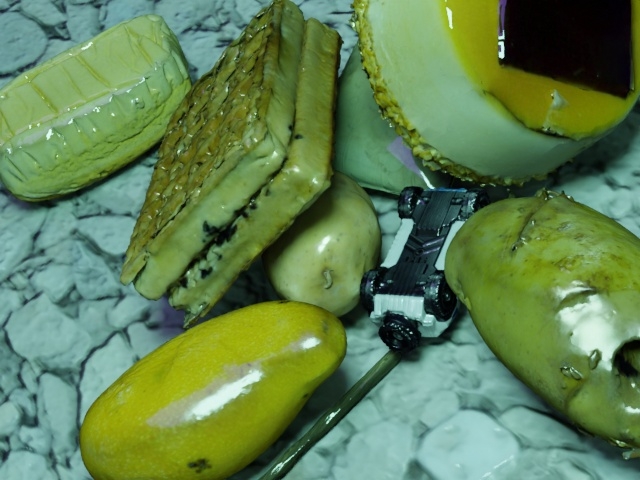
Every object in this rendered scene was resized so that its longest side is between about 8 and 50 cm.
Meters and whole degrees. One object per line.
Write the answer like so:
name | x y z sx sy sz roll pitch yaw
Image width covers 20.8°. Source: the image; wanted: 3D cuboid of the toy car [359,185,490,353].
toy car | 0.096 0.025 1.555 0.080 0.070 0.170 3 50 29

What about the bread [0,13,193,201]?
bread | -0.243 -0.134 1.850 0.236 0.106 0.140 -29 42 -1

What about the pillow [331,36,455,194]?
pillow | 0.101 -0.169 1.730 0.185 0.075 0.302 12 59 31

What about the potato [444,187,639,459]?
potato | 0.215 0.059 1.410 0.173 0.140 0.300 -3 33 -31

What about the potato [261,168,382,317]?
potato | 0.000 0.000 1.603 0.109 0.118 0.178 6 29 -13

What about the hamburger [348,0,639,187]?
hamburger | 0.161 -0.194 1.582 0.179 0.276 0.294 -15 73 56

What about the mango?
mango | -0.090 0.139 1.518 0.262 0.109 0.157 -24 27 8

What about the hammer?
hammer | -0.031 0.194 1.500 0.292 0.029 0.058 -43 47 -17

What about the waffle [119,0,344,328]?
waffle | -0.078 -0.083 1.629 0.213 0.091 0.308 -45 19 27
